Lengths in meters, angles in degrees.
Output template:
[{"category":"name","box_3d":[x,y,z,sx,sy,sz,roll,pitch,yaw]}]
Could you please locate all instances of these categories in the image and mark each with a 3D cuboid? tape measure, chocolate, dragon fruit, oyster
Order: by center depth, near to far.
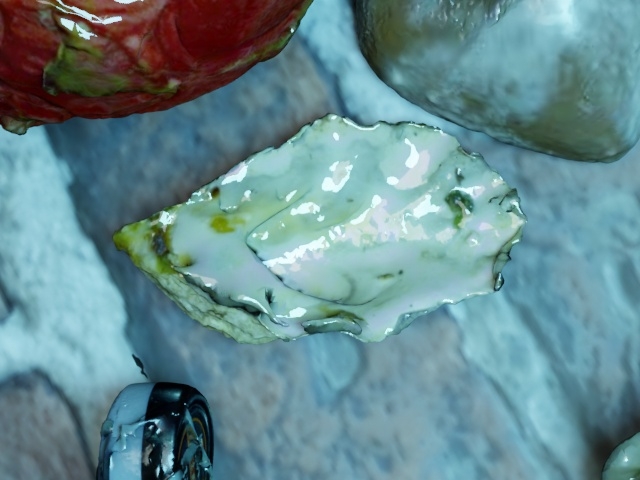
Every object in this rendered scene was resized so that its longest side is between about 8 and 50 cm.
[{"category":"dragon fruit","box_3d":[-0.102,-0.213,0.753,0.277,0.277,0.342,40,100,7]},{"category":"tape measure","box_3d":[-0.087,0.124,0.816,0.054,0.091,0.094,2,103,12]},{"category":"chocolate","box_3d":[0.136,-0.206,0.821,0.185,0.100,0.303,21,85,9]},{"category":"oyster","box_3d":[0.008,0.005,0.831,0.209,0.072,0.133,-26,77,-17]}]

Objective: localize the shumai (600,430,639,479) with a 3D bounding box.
[{"category":"shumai","box_3d":[0.209,0.118,0.738,0.185,0.184,0.218,-10,102,2]}]
